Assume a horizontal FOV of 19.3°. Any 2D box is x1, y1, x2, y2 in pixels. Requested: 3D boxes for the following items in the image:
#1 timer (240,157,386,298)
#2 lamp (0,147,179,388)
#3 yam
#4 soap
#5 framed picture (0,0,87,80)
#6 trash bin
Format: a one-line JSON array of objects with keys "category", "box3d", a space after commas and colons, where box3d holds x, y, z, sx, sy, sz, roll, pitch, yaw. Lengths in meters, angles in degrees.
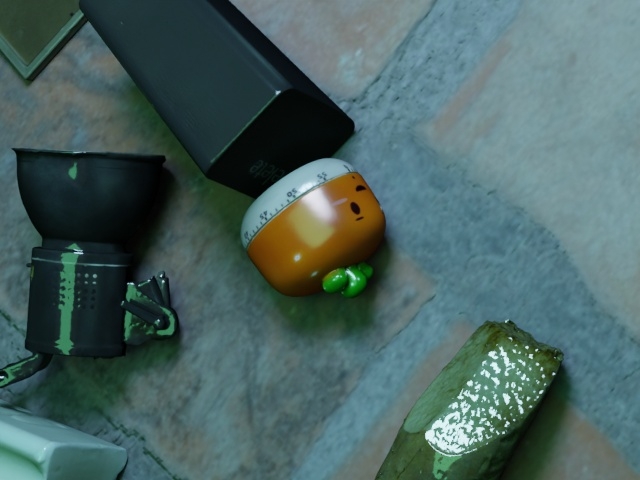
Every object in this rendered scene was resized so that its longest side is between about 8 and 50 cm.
[{"category": "timer", "box3d": [0.000, 0.000, 1.716, 0.136, 0.099, 0.136, -3, 84, 34]}, {"category": "lamp", "box3d": [-0.219, 0.028, 1.794, 0.172, 0.147, 0.227, 2, 92, -1]}, {"category": "yam", "box3d": [0.113, 0.191, 1.645, 0.106, 0.106, 0.259, 29, 95, 23]}, {"category": "soap", "box3d": [-0.338, 0.192, 1.794, 0.265, 0.160, 0.087, 17, 88, 24]}, {"category": "framed picture", "box3d": [-0.267, -0.310, 1.914, 0.250, 0.016, 0.184, -47, 69, 9]}, {"category": "trash bin", "box3d": [-0.102, -0.158, 1.747, 0.115, 0.165, 0.225, -47, 67, 11]}]
